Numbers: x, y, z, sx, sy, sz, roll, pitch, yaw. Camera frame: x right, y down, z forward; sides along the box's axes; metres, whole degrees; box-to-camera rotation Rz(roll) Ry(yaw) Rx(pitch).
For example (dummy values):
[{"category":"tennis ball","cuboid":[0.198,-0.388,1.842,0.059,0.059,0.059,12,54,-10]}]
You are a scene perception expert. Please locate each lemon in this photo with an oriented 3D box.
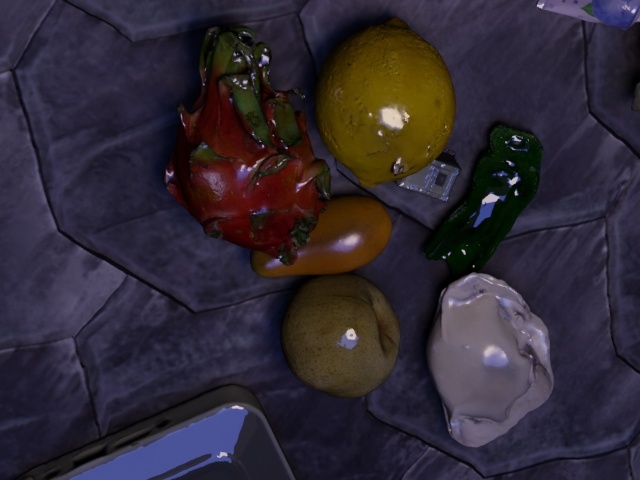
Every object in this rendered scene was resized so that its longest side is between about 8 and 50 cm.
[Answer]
[{"category":"lemon","cuboid":[0.076,-0.167,1.751,0.174,0.173,0.206,14,71,-15]}]

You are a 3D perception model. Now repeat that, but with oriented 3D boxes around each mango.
[{"category":"mango","cuboid":[0.000,0.000,1.845,0.184,0.102,0.085,-19,134,0]}]

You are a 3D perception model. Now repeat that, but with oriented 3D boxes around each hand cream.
[{"category":"hand cream","cuboid":[0.348,-0.300,1.821,0.142,0.053,0.084,21,107,-7]}]

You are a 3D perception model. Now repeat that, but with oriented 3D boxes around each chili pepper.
[{"category":"chili pepper","cuboid":[0.213,-0.041,1.889,0.098,0.061,0.224,20,105,-24]}]

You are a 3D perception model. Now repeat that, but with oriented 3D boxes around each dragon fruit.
[{"category":"dragon fruit","cuboid":[-0.074,-0.109,1.736,0.200,0.198,0.269,28,126,15]}]

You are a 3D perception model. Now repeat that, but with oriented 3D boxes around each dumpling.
[{"category":"dumpling","cuboid":[0.220,0.152,1.926,0.162,0.132,0.250,-8,112,-3]}]

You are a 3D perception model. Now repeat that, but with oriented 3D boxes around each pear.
[{"category":"pear","cuboid":[0.023,0.120,1.862,0.137,0.167,0.167,-10,116,24]}]

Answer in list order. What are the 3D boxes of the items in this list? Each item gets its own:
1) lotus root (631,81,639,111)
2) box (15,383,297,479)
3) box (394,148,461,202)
[{"category":"lotus root","cuboid":[0.469,-0.256,1.793,0.119,0.138,0.234,-5,119,-33]},{"category":"box","cuboid":[-0.190,0.410,1.977,0.367,0.090,0.373,-25,114,-1]},{"category":"box","cuboid":[0.129,-0.088,1.853,0.085,0.063,0.060,19,108,-16]}]
